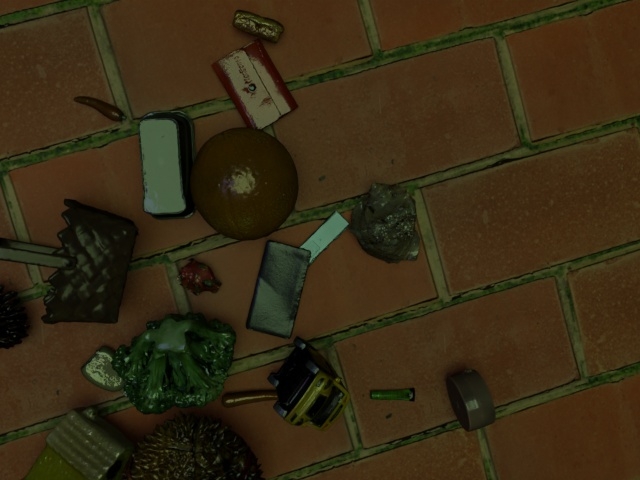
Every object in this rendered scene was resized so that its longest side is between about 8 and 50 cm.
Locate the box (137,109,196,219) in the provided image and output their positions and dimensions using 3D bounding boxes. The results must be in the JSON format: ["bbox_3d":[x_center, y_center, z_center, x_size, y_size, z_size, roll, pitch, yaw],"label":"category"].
[{"bbox_3d":[-0.372,-0.185,1.619,0.138,0.178,0.274,-5,95,-6],"label":"box"}]

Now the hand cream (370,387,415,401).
[{"bbox_3d":[0.195,0.415,1.790,0.121,0.023,0.036,1,82,-7],"label":"hand cream"}]

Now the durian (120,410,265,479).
[{"bbox_3d":[-0.305,0.595,1.594,0.347,0.347,0.385,-16,102,-5],"label":"durian"}]

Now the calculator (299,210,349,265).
[{"bbox_3d":[0.000,0.000,1.747,0.057,0.018,0.172,45,89,-6],"label":"calculator"}]

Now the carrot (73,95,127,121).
[{"bbox_3d":[-0.549,-0.333,1.666,0.142,0.035,0.035,25,91,0],"label":"carrot"}]

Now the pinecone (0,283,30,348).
[{"bbox_3d":[-0.793,0.180,1.612,0.162,0.163,0.165,-9,76,-5],"label":"pinecone"}]

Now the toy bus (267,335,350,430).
[{"bbox_3d":[-0.024,0.351,1.611,0.151,0.331,0.145,38,89,-10],"label":"toy bus"}]

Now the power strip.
[{"bbox_3d":[0.392,0.417,1.747,0.078,0.154,0.154,-17,95,-6],"label":"power strip"}]

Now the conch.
[{"bbox_3d":[0.175,-0.035,1.724,0.178,0.163,0.245,-19,116,27],"label":"conch"}]

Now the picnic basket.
[{"bbox_3d":[-0.605,0.048,1.568,0.321,0.254,0.291,12,91,-20],"label":"picnic basket"}]

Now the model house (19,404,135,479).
[{"bbox_3d":[-0.576,0.537,1.617,0.193,0.175,0.234,30,94,20],"label":"model house"}]

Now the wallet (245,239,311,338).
[{"bbox_3d":[-0.109,0.128,1.733,0.124,0.025,0.244,13,98,-3],"label":"wallet"}]

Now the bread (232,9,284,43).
[{"bbox_3d":[-0.156,-0.540,1.673,0.132,0.074,0.053,19,110,-6],"label":"bread"}]

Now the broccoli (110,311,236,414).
[{"bbox_3d":[-0.344,0.278,1.608,0.294,0.245,0.265,-29,62,-11],"label":"broccoli"}]

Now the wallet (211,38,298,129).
[{"bbox_3d":[-0.166,-0.392,1.694,0.142,0.045,0.204,-30,95,-3],"label":"wallet"}]

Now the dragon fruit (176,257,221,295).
[{"bbox_3d":[-0.305,0.099,1.692,0.116,0.086,0.081,25,52,-14],"label":"dragon fruit"}]

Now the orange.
[{"bbox_3d":[-0.181,-0.134,1.598,0.274,0.274,0.274,0,93,-6],"label":"orange"}]

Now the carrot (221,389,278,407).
[{"bbox_3d":[-0.165,0.411,1.746,0.190,0.037,0.037,-5,94,-7],"label":"carrot"}]

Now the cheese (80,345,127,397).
[{"bbox_3d":[-0.518,0.362,1.705,0.097,0.037,0.192,-45,96,-1],"label":"cheese"}]
